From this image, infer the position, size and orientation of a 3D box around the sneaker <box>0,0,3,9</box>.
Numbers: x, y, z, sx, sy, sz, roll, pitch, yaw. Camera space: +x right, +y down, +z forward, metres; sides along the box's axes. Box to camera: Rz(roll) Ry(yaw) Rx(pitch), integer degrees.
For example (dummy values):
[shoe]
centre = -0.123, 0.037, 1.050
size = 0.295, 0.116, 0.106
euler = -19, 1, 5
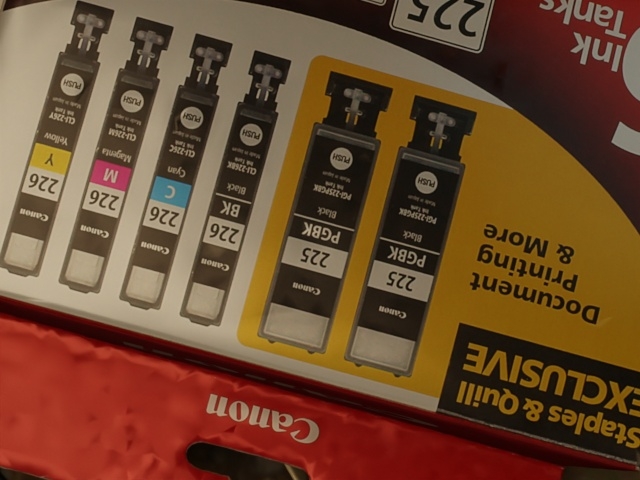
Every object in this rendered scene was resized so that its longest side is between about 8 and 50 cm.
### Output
[sneaker]
centre = -0.156, -0.154, 0.807
size = 0.152, 0.114, 0.305
euler = 7, 80, 26

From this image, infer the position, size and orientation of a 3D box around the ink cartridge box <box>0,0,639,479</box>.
[ink cartridge box]
centre = 0.000, 0.000, 0.662
size = 0.310, 0.130, 0.271
euler = 15, 81, -4

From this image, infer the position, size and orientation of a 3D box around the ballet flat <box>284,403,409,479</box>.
[ballet flat]
centre = -0.004, 0.062, 0.757
size = 0.068, 0.072, 0.213
euler = -22, 78, 19
